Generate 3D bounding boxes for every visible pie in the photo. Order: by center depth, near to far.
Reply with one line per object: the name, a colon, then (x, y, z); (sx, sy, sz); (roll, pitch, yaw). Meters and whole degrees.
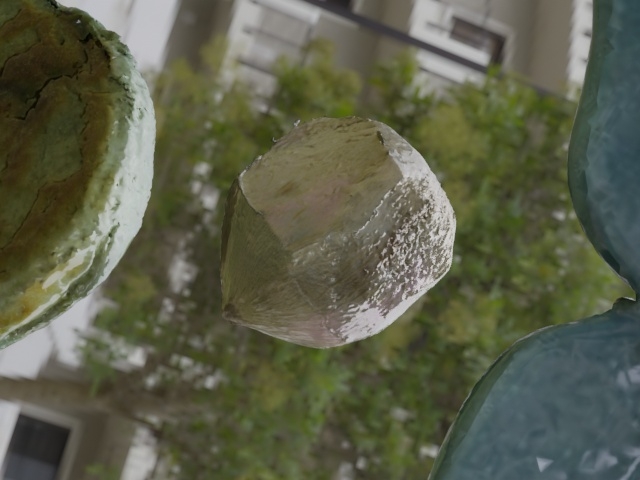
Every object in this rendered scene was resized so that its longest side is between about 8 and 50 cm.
pie: (-0.246, -0.050, 1.200); (0.302, 0.067, 0.303); (-13, -119, 25)

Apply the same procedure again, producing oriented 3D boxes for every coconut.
coconut: (0.000, 0.000, 0.830); (0.124, 0.110, 0.110); (-39, -172, -16)

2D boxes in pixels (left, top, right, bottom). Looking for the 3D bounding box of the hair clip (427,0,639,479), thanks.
hair clip: (0.238, 0.069, 0.743); (0.318, 0.392, 0.238); (-59, 171, 4)
